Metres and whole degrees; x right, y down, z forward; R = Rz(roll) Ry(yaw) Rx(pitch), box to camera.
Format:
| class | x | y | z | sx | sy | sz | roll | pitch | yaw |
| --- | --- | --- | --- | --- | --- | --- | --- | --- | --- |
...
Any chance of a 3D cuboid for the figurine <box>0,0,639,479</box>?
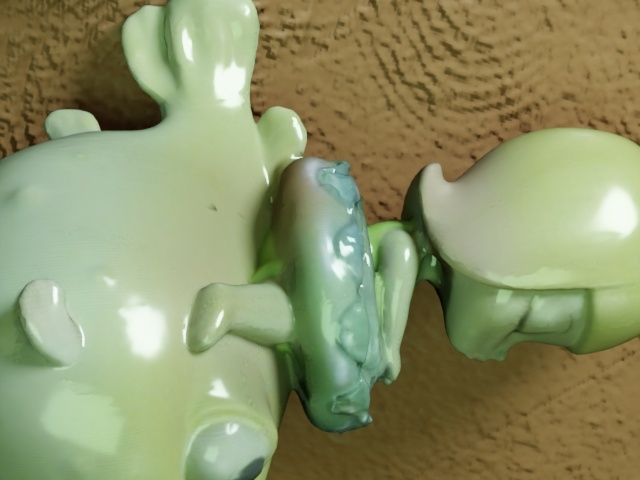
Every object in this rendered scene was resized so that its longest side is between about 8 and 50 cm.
| class | x | y | z | sx | sy | sz | roll | pitch | yaw |
| --- | --- | --- | --- | --- | --- | --- | --- | --- | --- |
| figurine | 0.000 | 0.000 | 0.748 | 0.394 | 0.226 | 0.274 | -9 | 84 | -3 |
